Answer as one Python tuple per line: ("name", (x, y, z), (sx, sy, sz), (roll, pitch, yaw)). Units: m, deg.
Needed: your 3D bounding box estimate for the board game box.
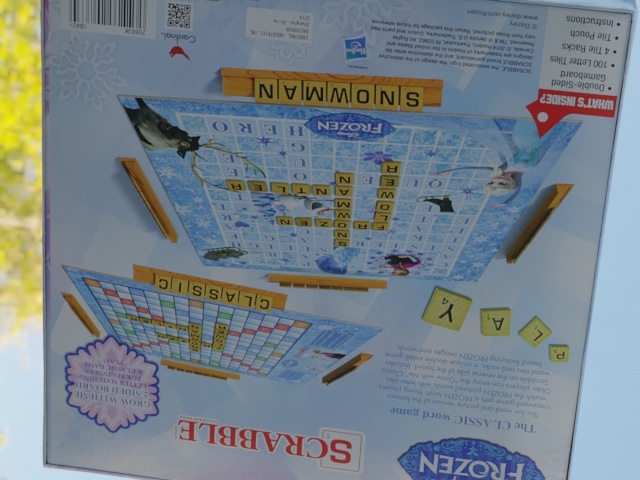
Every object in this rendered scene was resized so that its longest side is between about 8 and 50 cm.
("board game box", (0.000, 0.000, 0.870), (0.066, 0.318, 0.318), (-65, 162, -67))
